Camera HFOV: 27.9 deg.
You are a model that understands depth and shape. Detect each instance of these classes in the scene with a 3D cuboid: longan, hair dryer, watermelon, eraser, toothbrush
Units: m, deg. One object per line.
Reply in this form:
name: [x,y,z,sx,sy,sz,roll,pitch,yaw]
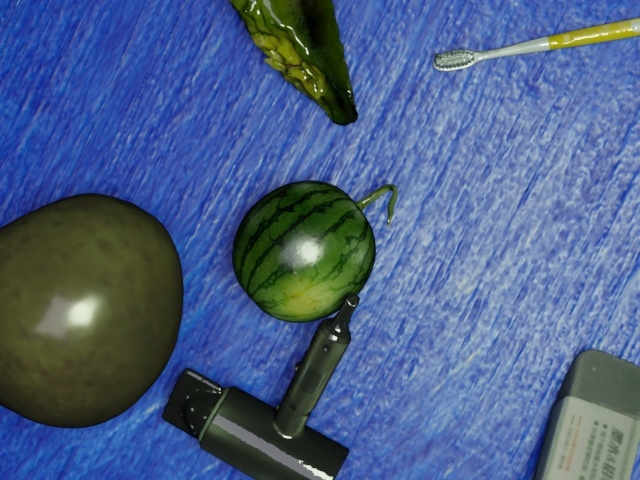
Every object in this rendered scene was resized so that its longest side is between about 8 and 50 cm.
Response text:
longan: [-0.252,0.066,1.304,0.246,0.215,0.246,4,66,-9]
hair dryer: [-0.037,0.138,1.314,0.195,0.078,0.248,29,117,4]
watermelon: [0.000,0.000,1.318,0.187,0.141,0.141,-34,88,-5]
eraser: [0.249,0.280,1.288,0.089,0.061,0.352,21,67,1]
toothbrush: [0.260,-0.211,1.348,0.288,0.024,0.021,-10,88,4]

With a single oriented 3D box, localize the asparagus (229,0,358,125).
asparagus: [-0.054,-0.297,1.328,0.108,0.128,0.382,-13,91,41]
